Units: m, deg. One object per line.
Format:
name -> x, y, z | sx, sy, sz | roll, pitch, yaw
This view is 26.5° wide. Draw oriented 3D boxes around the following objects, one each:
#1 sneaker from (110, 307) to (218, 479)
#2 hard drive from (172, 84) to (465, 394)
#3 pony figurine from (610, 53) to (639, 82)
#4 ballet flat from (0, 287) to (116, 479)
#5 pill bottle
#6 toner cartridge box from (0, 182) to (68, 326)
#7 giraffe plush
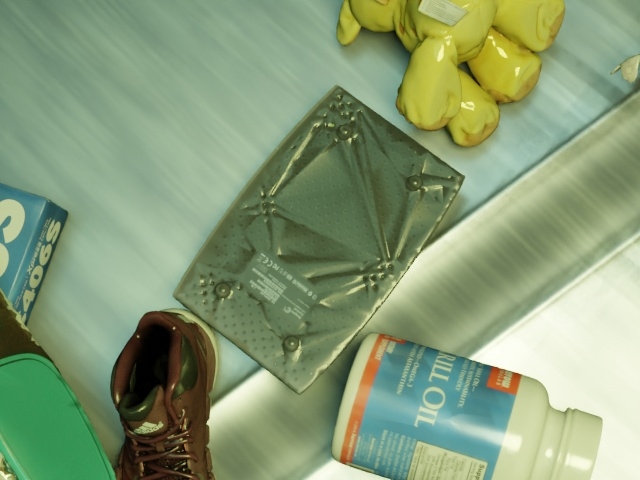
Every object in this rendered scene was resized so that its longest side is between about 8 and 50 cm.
sneaker -> -0.151, 0.193, 1.208 | 0.106, 0.162, 0.281 | -4, 80, 5
hard drive -> 0.000, 0.000, 1.282 | 0.172, 0.054, 0.255 | 37, 86, 10
pony figurine -> 0.475, -0.218, 1.188 | 0.351, 0.303, 0.363 | -26, 73, -32
ballet flat -> -0.315, 0.119, 1.197 | 0.147, 0.147, 0.409 | -32, 76, 0
pill bottle -> 0.130, 0.167, 1.204 | 0.221, 0.124, 0.124 | 15, 82, 8
toner cartridge box -> -0.382, 0.102, 1.293 | 0.165, 0.075, 0.348 | 18, 83, 10
giraffe plush -> 0.096, -0.211, 1.266 | 0.181, 0.210, 0.170 | -50, 50, 0
